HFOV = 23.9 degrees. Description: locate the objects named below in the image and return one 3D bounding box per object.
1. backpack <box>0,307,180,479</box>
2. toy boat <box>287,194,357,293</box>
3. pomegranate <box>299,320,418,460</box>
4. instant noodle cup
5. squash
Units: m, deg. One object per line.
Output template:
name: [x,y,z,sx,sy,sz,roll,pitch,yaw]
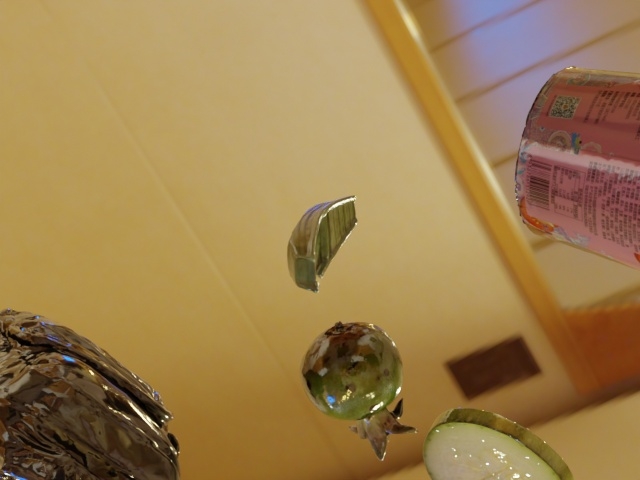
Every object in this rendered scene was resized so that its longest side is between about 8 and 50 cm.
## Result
backpack: [-0.334,0.261,1.965,0.255,0.363,0.445,-58,-165,-6]
toy boat: [0.000,0.000,2.211,0.055,0.093,0.293,1,-161,13]
pomegranate: [0.054,0.184,1.990,0.148,0.169,0.148,-29,-147,21]
instant noodle cup: [0.351,-0.070,1.600,0.231,0.243,0.243,15,-132,34]
squash: [0.244,0.309,2.064,0.219,0.219,0.041,-8,-143,41]
